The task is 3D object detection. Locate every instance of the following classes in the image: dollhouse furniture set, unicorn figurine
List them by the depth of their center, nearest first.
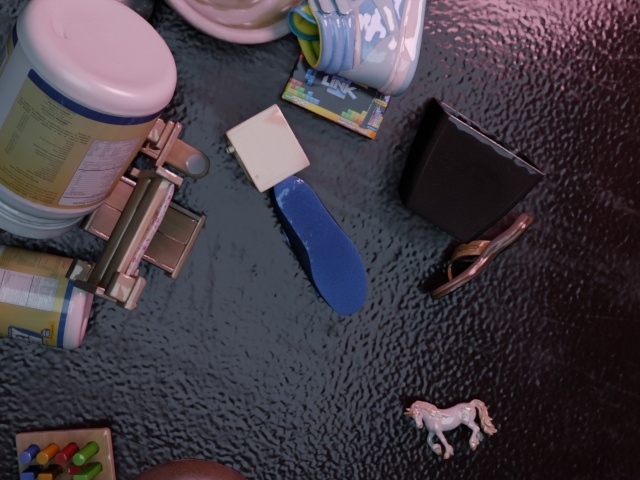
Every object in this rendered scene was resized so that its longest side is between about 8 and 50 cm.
[{"bbox_3d":[-0.212,-0.031,1.515,0.174,0.355,0.303,29,82,-24],"label":"dollhouse furniture set"},{"bbox_3d":[0.215,0.316,1.769,0.162,0.060,0.111,-18,96,-20],"label":"unicorn figurine"}]

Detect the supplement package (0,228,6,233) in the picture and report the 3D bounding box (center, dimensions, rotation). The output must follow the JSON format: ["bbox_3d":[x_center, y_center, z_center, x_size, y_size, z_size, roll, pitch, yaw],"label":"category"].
[{"bbox_3d":[-0.565,-0.094,1.623,0.105,0.105,0.179,-3,94,-3],"label":"supplement package"}]

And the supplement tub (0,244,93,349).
[{"bbox_3d":[-0.467,0.087,1.629,0.199,0.144,0.144,12,93,-6],"label":"supplement tub"}]

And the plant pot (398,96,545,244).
[{"bbox_3d":[0.225,-0.106,1.677,0.187,0.188,0.167,31,104,-8],"label":"plant pot"}]

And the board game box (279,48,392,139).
[{"bbox_3d":[0.038,-0.264,1.702,0.170,0.048,0.141,23,93,-7],"label":"board game box"}]

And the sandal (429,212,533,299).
[{"bbox_3d":[0.263,0.020,1.733,0.219,0.090,0.060,-42,81,0],"label":"sandal"}]

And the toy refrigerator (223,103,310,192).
[{"bbox_3d":[-0.092,-0.139,1.586,0.094,0.269,0.102,-30,98,-2],"label":"toy refrigerator"}]

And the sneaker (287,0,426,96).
[{"bbox_3d":[0.057,-0.399,1.621,0.208,0.127,0.319,9,76,-15],"label":"sneaker"}]

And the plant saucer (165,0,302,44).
[{"bbox_3d":[-0.138,-0.506,1.588,0.400,0.100,0.400,-9,104,-39],"label":"plant saucer"}]

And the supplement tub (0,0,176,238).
[{"bbox_3d":[-0.368,-0.173,1.466,0.228,0.228,0.316,35,126,-8],"label":"supplement tub"}]

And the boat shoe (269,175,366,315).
[{"bbox_3d":[0.000,0.000,1.700,0.109,0.089,0.258,-26,104,-13],"label":"boat shoe"}]

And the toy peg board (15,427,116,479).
[{"bbox_3d":[-0.423,0.397,1.674,0.160,0.079,0.161,-4,95,8],"label":"toy peg board"}]

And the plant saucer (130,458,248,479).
[{"bbox_3d":[-0.224,0.528,1.741,0.310,0.050,0.310,-1,95,-7],"label":"plant saucer"}]

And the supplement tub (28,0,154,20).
[{"bbox_3d":[-0.348,-0.452,1.572,0.193,0.193,0.316,1,95,-6],"label":"supplement tub"}]
